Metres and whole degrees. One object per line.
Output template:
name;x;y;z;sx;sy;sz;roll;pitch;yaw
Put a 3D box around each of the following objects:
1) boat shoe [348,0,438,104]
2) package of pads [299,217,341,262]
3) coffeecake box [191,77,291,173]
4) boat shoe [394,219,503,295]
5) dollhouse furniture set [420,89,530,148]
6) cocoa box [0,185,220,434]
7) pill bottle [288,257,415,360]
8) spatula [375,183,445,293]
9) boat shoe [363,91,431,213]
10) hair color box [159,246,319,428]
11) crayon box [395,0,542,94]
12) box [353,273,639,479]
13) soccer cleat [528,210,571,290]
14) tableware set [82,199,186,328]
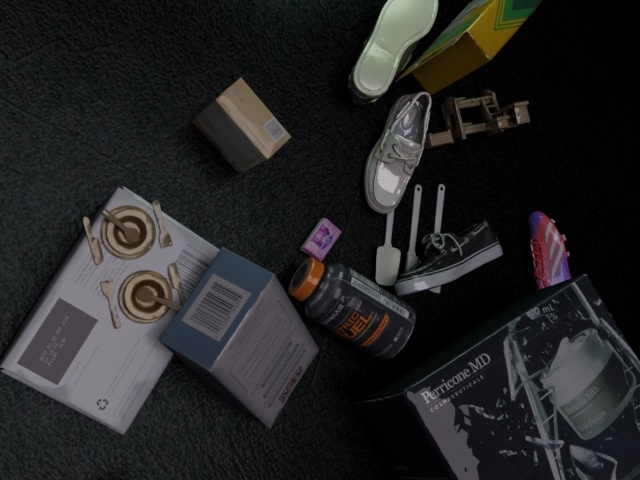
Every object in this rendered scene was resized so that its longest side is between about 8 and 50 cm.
boat shoe;0.149;-0.420;1.753;0.109;0.091;0.305;32;73;-5
package of pads;0.000;0.000;1.685;0.050;0.032;0.083;40;72;-16
coffeecake box;-0.153;-0.212;1.558;0.068;0.185;0.142;-46;103;-19
boat shoe;0.264;0.029;1.736;0.306;0.113;0.104;-21;91;-31
dollhouse furniture set;0.326;-0.275;1.773;0.182;0.161;0.101;-14;91;-24
cocoa box;-0.360;0.120;1.420;0.231;0.228;0.347;34;74;-16
pill bottle;0.058;0.130;1.646;0.246;0.130;0.130;32;74;-16
spatula;0.199;-0.015;1.776;0.168;0.019;0.241;9;82;-21
boat shoe;0.167;-0.192;1.732;0.098;0.096;0.277;20;76;-16
hair color box;-0.127;0.184;1.443;0.114;0.374;0.185;26;72;23
crayon box;0.322;-0.430;1.735;0.083;0.203;0.323;49;60;-12
box;0.411;0.398;1.644;0.480;0.297;0.471;-29;84;-22
soccer cleat;0.515;0.057;1.870;0.095;0.083;0.247;-23;97;-18
tableware set;-0.289;0.037;1.311;0.128;0.039;0.194;-16;91;-22
